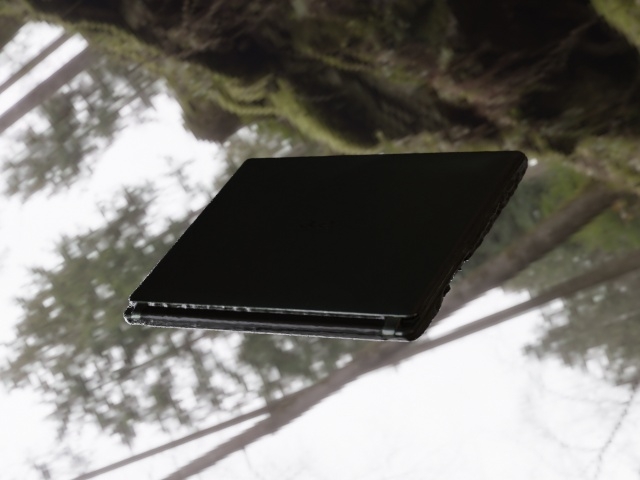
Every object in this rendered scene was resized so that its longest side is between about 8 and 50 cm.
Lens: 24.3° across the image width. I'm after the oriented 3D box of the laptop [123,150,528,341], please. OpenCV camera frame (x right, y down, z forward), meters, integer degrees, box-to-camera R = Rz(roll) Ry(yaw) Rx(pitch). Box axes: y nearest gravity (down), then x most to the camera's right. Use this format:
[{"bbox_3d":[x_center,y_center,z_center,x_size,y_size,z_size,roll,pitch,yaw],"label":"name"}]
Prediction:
[{"bbox_3d":[0.000,0.000,0.719,0.129,0.180,0.016,-52,-51,-37],"label":"laptop"}]
